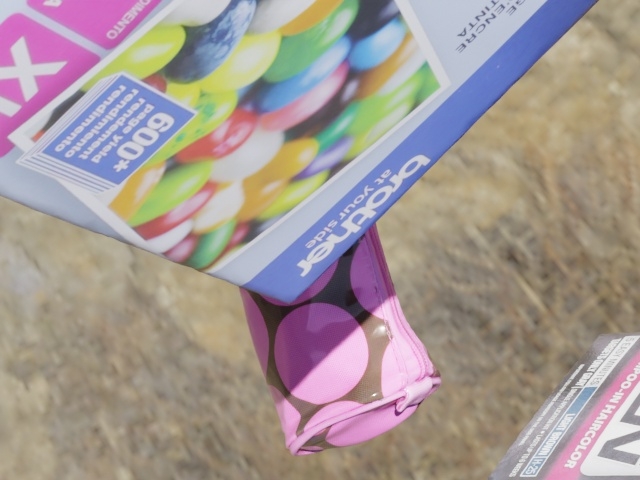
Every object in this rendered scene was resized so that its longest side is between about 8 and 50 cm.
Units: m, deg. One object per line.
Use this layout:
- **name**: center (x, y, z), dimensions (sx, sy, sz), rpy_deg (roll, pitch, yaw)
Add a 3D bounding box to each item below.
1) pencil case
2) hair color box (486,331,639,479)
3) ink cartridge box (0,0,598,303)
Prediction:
- **pencil case**: center (0.000, 0.000, 1.011), dimensions (0.098, 0.209, 0.095), rpy_deg (-24, 167, 30)
- **hair color box**: center (0.287, 0.130, 1.135), dimensions (0.174, 0.347, 0.105), rpy_deg (-46, 119, -42)
- **ink cartridge box**: center (-0.003, -0.076, 0.588), dimensions (0.186, 0.065, 0.311), rpy_deg (-45, 159, 9)
